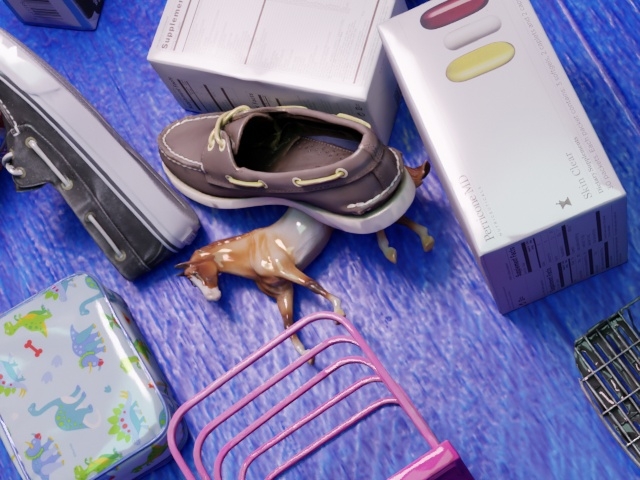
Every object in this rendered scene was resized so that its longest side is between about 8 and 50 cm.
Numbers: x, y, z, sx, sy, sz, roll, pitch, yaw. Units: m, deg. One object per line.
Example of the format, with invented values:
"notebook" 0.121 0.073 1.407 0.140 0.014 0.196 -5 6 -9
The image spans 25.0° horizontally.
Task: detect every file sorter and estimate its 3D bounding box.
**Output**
"file sorter" 0.015 0.213 1.300 0.202 0.290 0.182 -34 65 -1

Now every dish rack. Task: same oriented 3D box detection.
"dish rack" 0.389 0.110 1.369 0.271 0.074 0.208 -35 66 1

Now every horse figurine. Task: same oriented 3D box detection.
"horse figurine" 0.000 0.000 1.492 0.263 0.066 0.174 -45 61 -3

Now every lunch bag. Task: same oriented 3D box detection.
"lunch bag" -0.254 0.156 1.485 0.176 0.090 0.219 -32 67 -1

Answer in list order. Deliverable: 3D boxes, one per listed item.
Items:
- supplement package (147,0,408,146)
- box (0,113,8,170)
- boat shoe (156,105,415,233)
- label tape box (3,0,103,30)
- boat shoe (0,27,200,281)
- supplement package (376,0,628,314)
"supplement package" -0.037 -0.204 1.537 0.244 0.134 0.139 13 75 16
"box" -0.469 -0.153 1.592 0.257 0.122 0.128 30 79 4
"boat shoe" -0.053 -0.090 1.472 0.324 0.096 0.116 16 60 40
"label tape box" -0.298 -0.442 1.621 0.106 0.240 0.333 8 73 16
"boat shoe" -0.275 -0.091 1.499 0.119 0.121 0.335 -43 99 2
"supplement package" 0.181 -0.093 1.412 0.145 0.204 0.262 -24 68 4
